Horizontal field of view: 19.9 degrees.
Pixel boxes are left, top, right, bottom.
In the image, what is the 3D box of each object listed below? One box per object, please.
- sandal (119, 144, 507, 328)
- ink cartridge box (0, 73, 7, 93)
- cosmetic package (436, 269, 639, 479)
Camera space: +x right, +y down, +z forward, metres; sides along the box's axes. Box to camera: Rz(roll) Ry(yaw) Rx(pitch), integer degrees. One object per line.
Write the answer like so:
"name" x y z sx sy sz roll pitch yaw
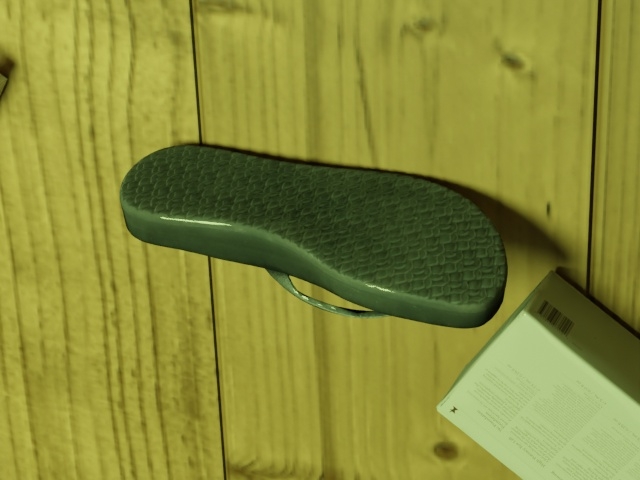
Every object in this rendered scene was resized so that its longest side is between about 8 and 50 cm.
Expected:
"sandal" 0.000 -0.001 1.082 0.255 0.097 0.054 17 136 29
"ink cartridge box" -0.235 -0.095 1.177 0.048 0.028 0.083 36 127 4
"cosmetic package" 0.194 0.132 1.071 0.239 0.060 0.099 39 125 2
